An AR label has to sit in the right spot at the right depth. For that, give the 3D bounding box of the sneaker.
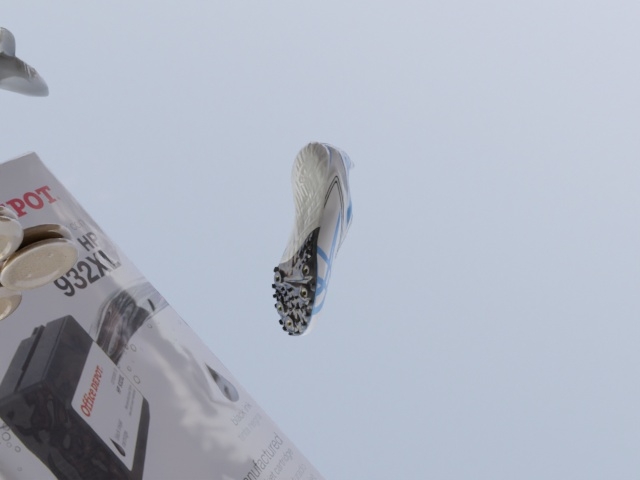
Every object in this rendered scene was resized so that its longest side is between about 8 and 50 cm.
[{"bbox_3d":[0.000,0.000,1.268,0.086,0.085,0.237,16,-102,-39],"label":"sneaker"}]

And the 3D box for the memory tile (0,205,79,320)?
[{"bbox_3d":[-0.184,0.033,0.449,0.148,0.113,0.012,-37,-113,12],"label":"memory tile"}]

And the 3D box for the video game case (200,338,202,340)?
[{"bbox_3d":[-0.152,0.205,0.951,0.042,0.232,0.210,-28,-102,30],"label":"video game case"}]

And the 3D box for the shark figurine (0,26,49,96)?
[{"bbox_3d":[-0.600,-0.268,1.759,0.278,0.166,0.116,-1,-116,-11],"label":"shark figurine"}]

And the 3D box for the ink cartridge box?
[{"bbox_3d":[-0.165,0.116,0.634,0.307,0.129,0.223,48,-155,0],"label":"ink cartridge box"}]
